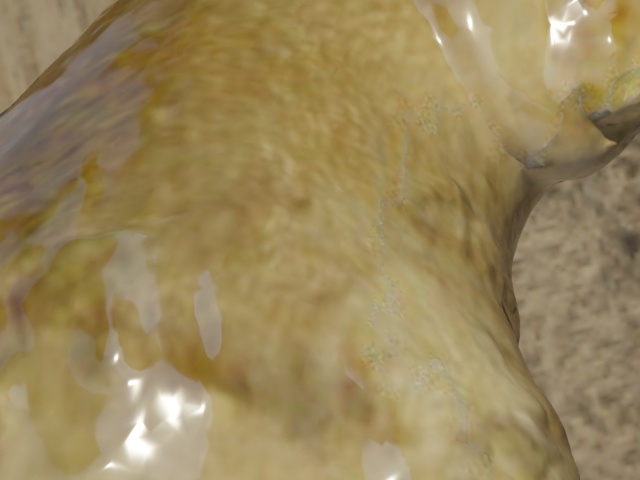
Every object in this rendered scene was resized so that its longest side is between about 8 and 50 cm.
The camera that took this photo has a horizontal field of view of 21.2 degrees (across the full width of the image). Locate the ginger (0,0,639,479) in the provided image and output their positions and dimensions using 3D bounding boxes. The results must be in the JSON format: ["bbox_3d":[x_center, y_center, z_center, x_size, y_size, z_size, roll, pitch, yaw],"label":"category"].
[{"bbox_3d":[0.000,0.000,0.440,0.276,0.221,0.130,-111,-3,-51],"label":"ginger"}]
